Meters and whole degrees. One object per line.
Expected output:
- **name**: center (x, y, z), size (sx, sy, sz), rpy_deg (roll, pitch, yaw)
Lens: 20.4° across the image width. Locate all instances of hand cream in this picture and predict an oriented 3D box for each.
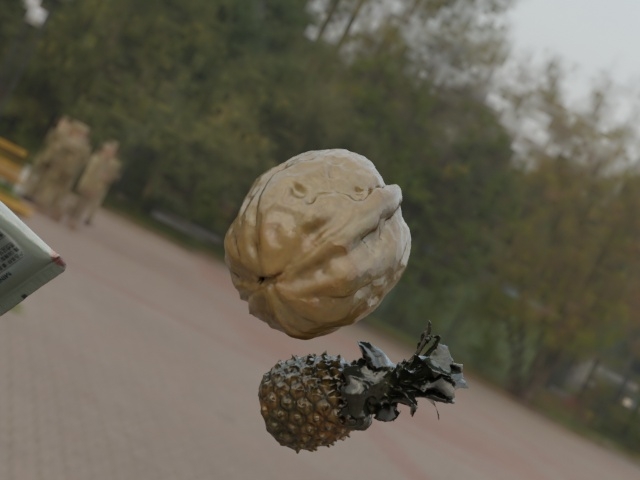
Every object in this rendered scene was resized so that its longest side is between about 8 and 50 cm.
- **hand cream**: center (-0.415, -0.062, 1.829), size (0.341, 0.124, 0.078), rpy_deg (48, 22, -20)

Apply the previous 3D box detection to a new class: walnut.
- **walnut**: center (0.000, 0.000, 1.961), size (0.198, 0.198, 0.245), rpy_deg (28, 38, 23)

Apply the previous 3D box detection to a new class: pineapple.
- **pineapple**: center (0.051, 0.167, 1.984), size (0.251, 0.125, 0.125), rpy_deg (-18, -29, 34)
